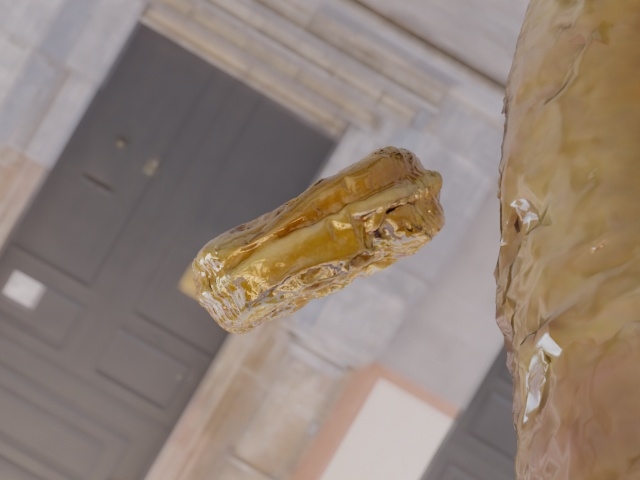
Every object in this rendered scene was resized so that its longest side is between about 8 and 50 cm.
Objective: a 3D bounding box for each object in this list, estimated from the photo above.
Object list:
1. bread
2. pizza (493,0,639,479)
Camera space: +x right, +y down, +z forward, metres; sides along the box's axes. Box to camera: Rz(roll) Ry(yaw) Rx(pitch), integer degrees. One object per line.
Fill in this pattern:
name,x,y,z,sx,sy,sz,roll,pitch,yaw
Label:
bread,0.000,0.000,0.643,0.044,0.110,0.083,64,169,2
pizza,0.194,0.133,0.302,0.435,0.080,0.392,27,-136,2
